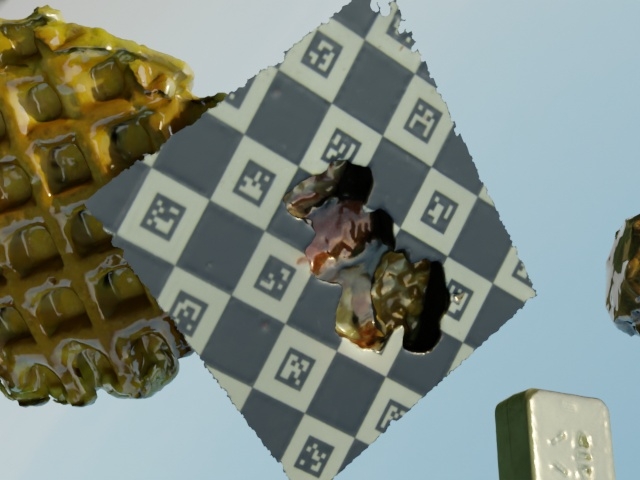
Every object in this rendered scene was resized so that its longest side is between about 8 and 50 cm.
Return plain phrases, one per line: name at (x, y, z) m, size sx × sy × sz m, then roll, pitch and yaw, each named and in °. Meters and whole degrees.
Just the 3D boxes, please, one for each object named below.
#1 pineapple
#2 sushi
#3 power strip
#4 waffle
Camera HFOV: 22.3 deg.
pineapple at (0.508, 0.064, 1.840) m, size 0.165 × 0.365 × 0.165 m, roll -170°, pitch -90°, yaw -85°
sushi at (0.000, 0.000, 1.157) m, size 0.264 × 0.290 × 0.050 m, roll -40°, pitch -152°, yaw -17°
power strip at (0.194, 0.264, 1.296) m, size 0.053 × 0.093 × 0.288 m, roll -33°, pitch -127°, yaw 51°
waffle at (-0.198, -0.015, 1.200) m, size 0.302 × 0.325 × 0.068 m, roll -66°, pitch 175°, yaw 19°
